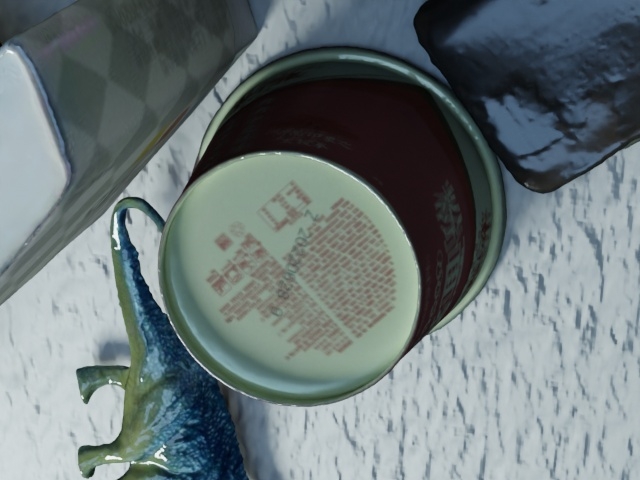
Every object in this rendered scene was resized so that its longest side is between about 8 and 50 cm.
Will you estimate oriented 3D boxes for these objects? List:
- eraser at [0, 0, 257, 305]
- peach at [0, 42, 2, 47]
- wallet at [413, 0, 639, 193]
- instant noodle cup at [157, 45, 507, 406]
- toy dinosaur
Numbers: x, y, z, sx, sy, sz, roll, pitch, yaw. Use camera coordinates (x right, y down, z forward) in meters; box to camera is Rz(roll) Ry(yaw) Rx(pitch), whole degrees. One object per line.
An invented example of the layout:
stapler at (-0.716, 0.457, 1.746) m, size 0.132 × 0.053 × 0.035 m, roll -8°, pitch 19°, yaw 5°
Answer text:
eraser at (-0.155, -0.068, 1.170) m, size 0.082 × 0.397 × 0.213 m, roll 42°, pitch 111°, yaw -3°
peach at (-0.310, -0.068, 1.307) m, size 0.243 × 0.199 × 0.243 m, roll 18°, pitch 127°, yaw 26°
wallet at (0.226, -0.166, 1.238) m, size 0.309 × 0.042 × 0.165 m, roll -32°, pitch 96°, yaw 21°
instant noodle cup at (0.000, 0.000, 1.273) m, size 0.235 × 0.178 × 0.234 m, roll 5°, pitch 110°, yaw 13°
toy dinosaur at (-0.116, 0.140, 1.405) m, size 0.147 × 0.076 × 0.363 m, roll -19°, pitch 109°, yaw 11°
